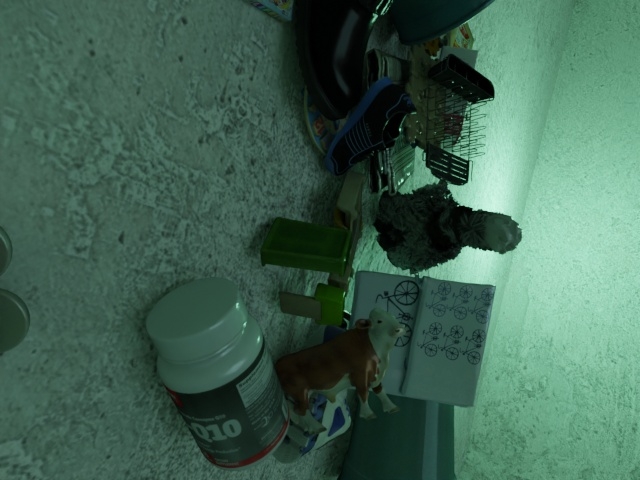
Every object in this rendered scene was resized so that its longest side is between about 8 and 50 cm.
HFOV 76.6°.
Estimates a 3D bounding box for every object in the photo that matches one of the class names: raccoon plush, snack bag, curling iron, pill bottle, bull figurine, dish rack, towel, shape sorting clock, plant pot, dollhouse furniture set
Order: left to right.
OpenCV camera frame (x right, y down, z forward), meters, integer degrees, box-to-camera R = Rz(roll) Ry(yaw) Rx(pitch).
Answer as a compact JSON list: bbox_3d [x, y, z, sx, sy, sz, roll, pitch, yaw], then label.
[{"bbox_3d":[-0.156,0.211,0.643,0.161,0.161,0.283,-40,130,-39],"label":"pill bottle"},{"bbox_3d":[0.000,0.000,0.867,0.301,0.152,0.197,-71,166,-46],"label":"dollhouse furniture set"},{"bbox_3d":[0.032,-0.278,0.845,0.206,0.040,0.206,-20,116,-48],"label":"shape sorting clock"},{"bbox_3d":[0.047,0.262,0.802,0.101,0.311,0.188,26,43,-56],"label":"bull figurine"},{"bbox_3d":[0.093,0.231,1.083,0.274,0.035,0.068,32,79,-51],"label":"curling iron"},{"bbox_3d":[0.184,-0.283,0.977,0.324,0.056,0.311,-37,128,-58],"label":"towel"},{"bbox_3d":[0.231,0.544,1.139,0.341,0.341,0.333,15,80,-54],"label":"plant pot"},{"bbox_3d":[0.226,0.236,0.986,0.037,0.343,0.322,-65,164,-81],"label":"snack bag"},{"bbox_3d":[0.228,-0.605,0.842,0.255,0.272,0.271,47,62,-32],"label":"plant pot"},{"bbox_3d":[0.329,-0.272,0.969,0.208,0.074,0.271,8,84,-38],"label":"dish rack"},{"bbox_3d":[0.356,-0.038,1.033,0.299,0.447,0.215,-20,116,-31],"label":"raccoon plush"}]

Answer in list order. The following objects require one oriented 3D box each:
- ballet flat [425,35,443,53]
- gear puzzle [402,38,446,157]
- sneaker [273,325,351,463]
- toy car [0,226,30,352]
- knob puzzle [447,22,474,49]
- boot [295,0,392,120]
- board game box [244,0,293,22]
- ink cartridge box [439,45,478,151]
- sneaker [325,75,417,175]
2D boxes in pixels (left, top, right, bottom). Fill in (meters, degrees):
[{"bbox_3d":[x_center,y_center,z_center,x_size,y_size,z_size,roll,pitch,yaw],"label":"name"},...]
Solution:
[{"bbox_3d":[0.323,-0.628,1.077,0.095,0.096,0.280,15,88,-52],"label":"ballet flat"},{"bbox_3d":[0.247,-0.376,0.988,0.176,0.044,0.338,12,80,-44],"label":"gear puzzle"},{"bbox_3d":[0.012,0.357,0.955,0.315,0.128,0.182,-62,145,-8],"label":"sneaker"},{"bbox_3d":[-0.365,0.065,0.360,0.137,0.159,0.181,-6,109,-16],"label":"toy car"},{"bbox_3d":[0.428,-0.596,1.280,0.213,0.030,0.213,-20,116,-49],"label":"knob puzzle"},{"bbox_3d":[0.092,-0.391,0.667,0.131,0.260,0.347,-18,105,-55],"label":"boot"},{"bbox_3d":[-0.082,-0.453,0.654,0.104,0.026,0.154,-3,103,-52],"label":"board game box"},{"bbox_3d":[0.360,-0.393,1.147,0.172,0.100,0.237,9,93,-79],"label":"ink cartridge box"},{"bbox_3d":[0.091,-0.196,0.790,0.081,0.090,0.232,-25,160,-42],"label":"sneaker"}]
